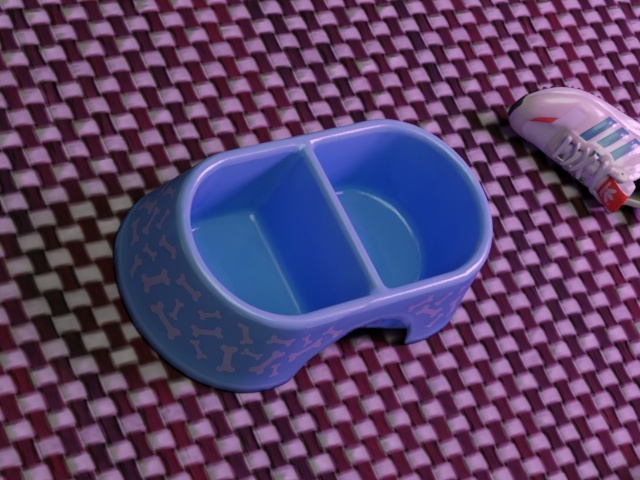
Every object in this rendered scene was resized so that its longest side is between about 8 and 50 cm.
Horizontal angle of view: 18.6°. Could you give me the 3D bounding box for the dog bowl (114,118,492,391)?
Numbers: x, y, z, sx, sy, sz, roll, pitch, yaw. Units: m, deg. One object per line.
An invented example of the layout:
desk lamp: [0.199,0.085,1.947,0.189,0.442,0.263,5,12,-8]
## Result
dog bowl: [0.000,0.000,1.373,0.297,0.074,0.166,-14,69,-39]

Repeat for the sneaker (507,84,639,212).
sneaker: [0.224,-0.067,1.569,0.161,0.057,0.075,22,46,-23]
